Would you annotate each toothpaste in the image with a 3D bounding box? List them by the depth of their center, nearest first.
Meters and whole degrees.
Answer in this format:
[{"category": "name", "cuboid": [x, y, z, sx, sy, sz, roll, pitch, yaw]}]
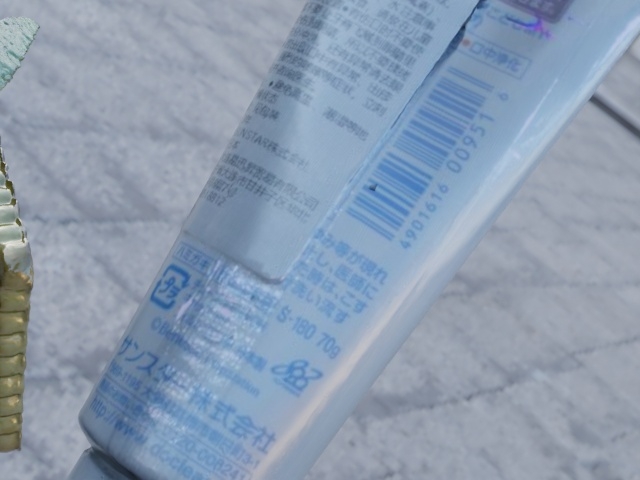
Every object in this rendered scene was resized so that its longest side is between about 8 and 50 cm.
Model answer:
[{"category": "toothpaste", "cuboid": [0.000, 0.000, 0.451, 0.114, 0.299, 0.073, 32, -3, 15]}]

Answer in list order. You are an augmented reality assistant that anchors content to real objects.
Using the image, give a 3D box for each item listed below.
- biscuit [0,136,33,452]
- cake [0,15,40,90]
[{"category": "biscuit", "cuboid": [-0.225, -0.006, 0.863, 0.029, 0.172, 0.254, -5, 42, -21]}, {"category": "cake", "cuboid": [-0.387, -0.201, 1.578, 0.099, 0.100, 0.235, 46, 16, 2]}]
